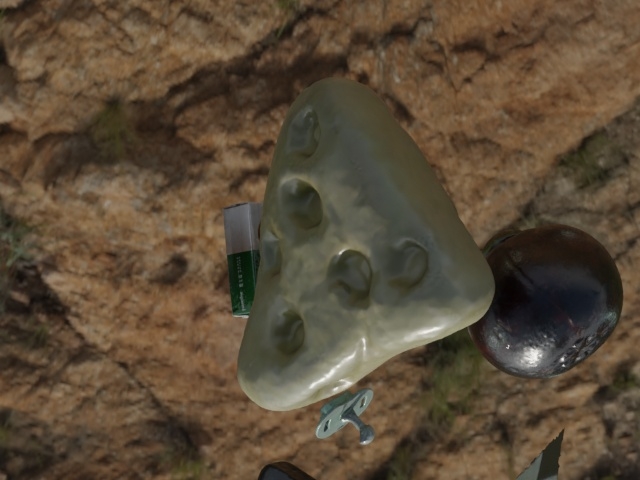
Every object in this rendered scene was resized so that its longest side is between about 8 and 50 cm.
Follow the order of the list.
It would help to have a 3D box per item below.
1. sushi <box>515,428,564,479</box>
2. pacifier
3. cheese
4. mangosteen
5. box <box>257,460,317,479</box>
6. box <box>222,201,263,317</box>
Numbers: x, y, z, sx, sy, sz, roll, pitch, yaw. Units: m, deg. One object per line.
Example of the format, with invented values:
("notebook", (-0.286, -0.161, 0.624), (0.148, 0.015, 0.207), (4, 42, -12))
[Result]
("sushi", (0.054, 0.312, 0.638), (0.069, 0.339, 0.320), (11, 105, 29))
("pacifier", (0.062, 0.368, 2.002), (0.150, 0.116, 0.126), (-25, 149, -36))
("cheese", (0.000, 0.000, 1.128), (0.130, 0.328, 0.351), (-3, 157, -47))
("mangosteen", (0.293, 0.070, 1.329), (0.216, 0.216, 0.216), (0, 126, 0))
("box", (-0.016, 0.561, 1.717), (0.290, 0.073, 0.288), (26, 110, 34))
("box", (-0.092, 0.032, 1.751), (0.135, 0.199, 0.081), (-2, 171, -44))
